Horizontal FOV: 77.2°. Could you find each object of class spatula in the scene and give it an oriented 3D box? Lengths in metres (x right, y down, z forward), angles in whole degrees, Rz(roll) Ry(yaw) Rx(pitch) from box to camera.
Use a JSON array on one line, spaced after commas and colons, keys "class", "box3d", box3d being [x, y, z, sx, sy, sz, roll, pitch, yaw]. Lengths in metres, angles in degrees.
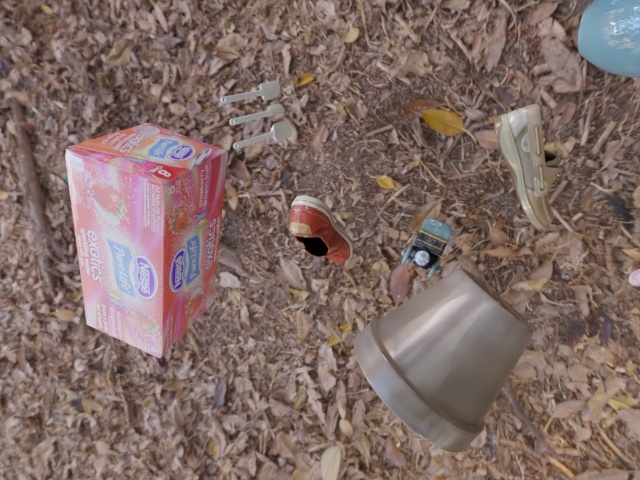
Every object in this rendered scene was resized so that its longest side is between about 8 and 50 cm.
[{"class": "spatula", "box3d": [-0.172, -0.349, 1.133, 0.019, 0.242, 0.168, 6, 118, 34]}]

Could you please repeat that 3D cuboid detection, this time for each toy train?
[{"class": "toy train", "box3d": [0.391, 0.023, 1.434, 0.142, 0.334, 0.190, 28, 96, 16]}]

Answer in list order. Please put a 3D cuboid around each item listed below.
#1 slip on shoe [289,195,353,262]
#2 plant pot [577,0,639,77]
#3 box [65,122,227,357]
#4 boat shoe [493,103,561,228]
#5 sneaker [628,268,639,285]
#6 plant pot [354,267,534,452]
[{"class": "slip on shoe", "box3d": [0.000, 0.000, 1.030, 0.123, 0.331, 0.101, 11, 73, 21]}, {"class": "plant pot", "box3d": [0.877, -0.618, 1.161, 0.195, 0.290, 0.290, 17, 102, 43]}, {"class": "box", "box3d": [-0.248, 0.002, 0.597, 0.142, 0.154, 0.300, 21, 121, 10]}, {"class": "boat shoe", "box3d": [0.530, -0.167, 0.981, 0.110, 0.122, 0.341, -18, 126, 31]}, {"class": "sneaker", "box3d": [0.929, 0.087, 1.122, 0.134, 0.070, 0.051, -28, 74, -2]}, {"class": "plant pot", "box3d": [0.283, 0.224, 0.866, 0.323, 0.323, 0.280, 43, 104, 15]}]
